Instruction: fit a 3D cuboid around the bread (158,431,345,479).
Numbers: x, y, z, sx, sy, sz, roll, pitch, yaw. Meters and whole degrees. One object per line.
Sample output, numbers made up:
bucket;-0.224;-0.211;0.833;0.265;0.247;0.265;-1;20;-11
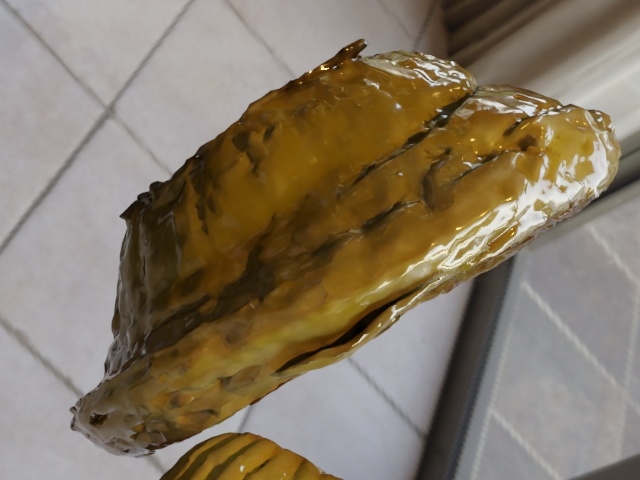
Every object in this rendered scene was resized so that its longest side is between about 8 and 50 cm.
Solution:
bread;0.009;0.201;0.543;0.250;0.179;0.133;34;52;6

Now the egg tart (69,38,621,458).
egg tart;0.000;0.000;0.603;0.290;0.290;0.115;-22;79;-53
